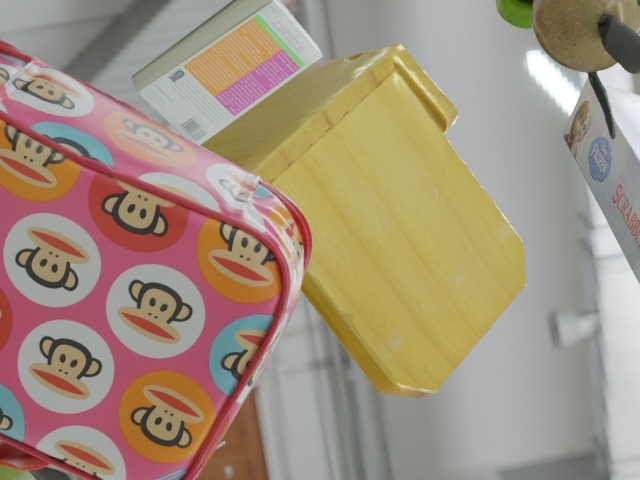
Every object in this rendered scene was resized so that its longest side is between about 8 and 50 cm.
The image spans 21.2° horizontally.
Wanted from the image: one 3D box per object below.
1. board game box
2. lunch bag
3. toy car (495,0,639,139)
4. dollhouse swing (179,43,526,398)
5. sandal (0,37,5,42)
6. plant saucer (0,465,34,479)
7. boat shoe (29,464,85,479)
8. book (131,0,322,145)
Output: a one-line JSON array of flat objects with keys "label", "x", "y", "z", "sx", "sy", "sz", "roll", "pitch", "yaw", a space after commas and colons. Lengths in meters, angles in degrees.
[{"label": "board game box", "x": 0.387, "y": -0.011, "z": 1.447, "sx": 0.319, "sy": 0.318, "sz": 0.066, "roll": -96, "pitch": -154, "yaw": -66}, {"label": "lunch bag", "x": -0.175, "y": 0.037, "z": 1.097, "sx": 0.258, "sy": 0.293, "sz": 0.120, "roll": -61, "pitch": -178, "yaw": 21}, {"label": "toy car", "x": 0.216, "y": -0.178, "z": 1.284, "sx": 0.155, "sy": 0.149, "sz": 0.188, "roll": 96, "pitch": -12, "yaw": -55}, {"label": "dollhouse swing", "x": 0.000, "y": 0.000, "z": 1.911, "sx": 0.347, "sy": 0.315, "sz": 0.305, "roll": -45, "pitch": 116, "yaw": -43}, {"label": "sandal", "x": -0.488, "y": -0.199, "z": 1.711, "sx": 0.168, "sy": 0.445, "sz": 0.107, "roll": -64, "pitch": -159, "yaw": 14}, {"label": "plant saucer", "x": -0.262, "y": 0.296, "z": 1.805, "sx": 0.037, "sy": 0.241, "sz": 0.241, "roll": 30, "pitch": -43, "yaw": 43}, {"label": "boat shoe", "x": -0.205, "y": 0.220, "z": 1.568, "sx": 0.206, "sy": 0.075, "sz": 0.065, "roll": 21, "pitch": -38, "yaw": 39}, {"label": "book", "x": -0.081, "y": -0.152, "z": 1.508, "sx": 0.096, "sy": 0.144, "sz": 0.035, "roll": 46, "pitch": 14, "yaw": -46}]
